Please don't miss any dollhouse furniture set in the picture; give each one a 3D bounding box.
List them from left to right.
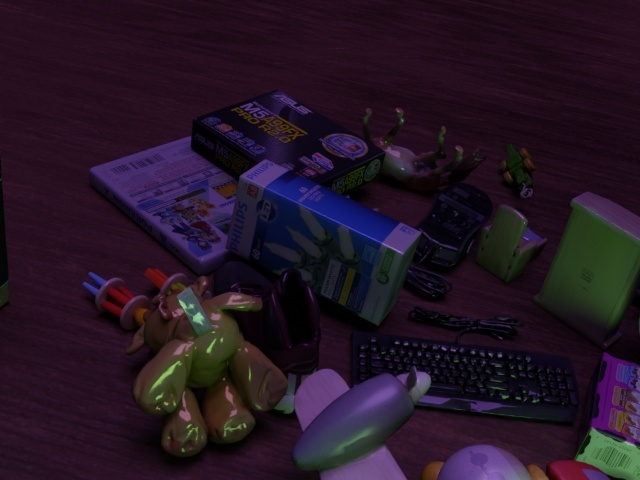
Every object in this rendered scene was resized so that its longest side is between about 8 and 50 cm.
[{"bbox_3d":[0.470,-0.018,1.348,0.303,0.198,0.286,-23,48,-38],"label":"dollhouse furniture set"}]

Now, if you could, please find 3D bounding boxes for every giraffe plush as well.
[{"bbox_3d":[-0.160,0.132,1.026,0.181,0.210,0.170,-16,19,-23],"label":"giraffe plush"}]

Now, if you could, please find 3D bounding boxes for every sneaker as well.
[{"bbox_3d":[-0.062,0.078,1.114,0.106,0.162,0.281,-11,41,-26],"label":"sneaker"}]

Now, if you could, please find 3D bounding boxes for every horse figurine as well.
[{"bbox_3d":[0.158,-0.154,1.511,0.263,0.174,0.066,21,57,1],"label":"horse figurine"}]

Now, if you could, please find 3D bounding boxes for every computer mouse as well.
[{"bbox_3d":[0.165,-0.015,1.389,0.184,0.060,0.262,25,50,12],"label":"computer mouse"}]

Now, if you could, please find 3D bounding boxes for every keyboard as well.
[{"bbox_3d":[0.200,0.160,1.182,0.317,0.033,0.201,8,36,-5],"label":"keyboard"}]

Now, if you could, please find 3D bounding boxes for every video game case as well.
[{"bbox_3d":[-0.167,-0.086,1.418,0.300,0.036,0.329,36,42,30],"label":"video game case"}]

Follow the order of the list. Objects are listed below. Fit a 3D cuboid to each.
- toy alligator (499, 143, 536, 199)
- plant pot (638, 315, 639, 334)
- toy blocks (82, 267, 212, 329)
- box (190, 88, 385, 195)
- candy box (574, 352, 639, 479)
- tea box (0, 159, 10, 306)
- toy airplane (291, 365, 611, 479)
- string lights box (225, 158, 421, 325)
[{"bbox_3d":[0.385,-0.119,1.591,0.051,0.056,0.189,42,26,-27],"label":"toy alligator"},{"bbox_3d":[0.607,0.072,1.150,0.290,0.290,0.195,21,51,15],"label":"plant pot"},{"bbox_3d":[-0.245,0.074,1.167,0.148,0.054,0.123,31,41,25],"label":"toy blocks"},{"bbox_3d":[-0.058,-0.160,1.463,0.270,0.060,0.216,35,43,28],"label":"box"},{"bbox_3d":[0.460,0.256,1.083,0.233,0.071,0.159,20,37,14],"label":"candy box"},{"bbox_3d":[-0.554,0.002,0.958,0.220,0.323,0.329,21,37,13],"label":"tea box"},{"bbox_3d":[0.103,0.294,0.772,0.386,0.272,0.384,19,38,12],"label":"toy airplane"},{"bbox_3d":[0.000,0.000,1.209,0.260,0.133,0.077,25,35,15],"label":"string lights box"}]
